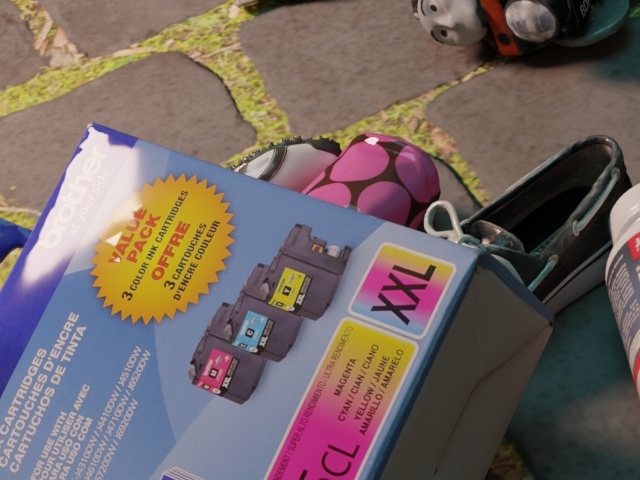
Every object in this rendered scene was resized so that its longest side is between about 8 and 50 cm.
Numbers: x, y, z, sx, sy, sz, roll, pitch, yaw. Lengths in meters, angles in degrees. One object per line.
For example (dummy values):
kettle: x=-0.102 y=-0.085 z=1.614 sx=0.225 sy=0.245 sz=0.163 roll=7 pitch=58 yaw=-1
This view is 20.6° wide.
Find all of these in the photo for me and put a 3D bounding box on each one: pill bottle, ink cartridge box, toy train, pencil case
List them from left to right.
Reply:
ink cartridge box: x=-0.084 y=0.092 z=1.187 sx=0.395 sy=0.151 sz=0.270 roll=18 pitch=76 yaw=34
pencil case: x=0.000 y=0.000 z=1.382 sx=0.098 sy=0.095 sz=0.209 roll=19 pitch=48 yaw=37
toy train: x=0.211 y=-0.292 z=1.629 sx=0.190 sy=0.142 sz=0.334 roll=0 pitch=43 yaw=34
pill bottle: x=0.259 y=0.040 z=1.243 sx=0.108 sy=0.108 sz=0.180 roll=-12 pitch=40 yaw=4

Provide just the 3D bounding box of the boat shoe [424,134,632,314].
boat shoe: x=0.121 y=0.028 z=1.299 sx=0.306 sy=0.105 sz=0.113 roll=-33 pitch=43 yaw=-21

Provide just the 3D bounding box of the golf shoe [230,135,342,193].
golf shoe: x=-0.059 y=-0.013 z=1.439 sx=0.198 sy=0.077 sz=0.094 roll=-27 pitch=56 yaw=-8

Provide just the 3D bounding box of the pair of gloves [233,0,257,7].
pair of gloves: x=-0.002 y=-0.323 z=1.791 sx=0.204 sy=0.042 sz=0.240 roll=-10 pitch=42 yaw=1
